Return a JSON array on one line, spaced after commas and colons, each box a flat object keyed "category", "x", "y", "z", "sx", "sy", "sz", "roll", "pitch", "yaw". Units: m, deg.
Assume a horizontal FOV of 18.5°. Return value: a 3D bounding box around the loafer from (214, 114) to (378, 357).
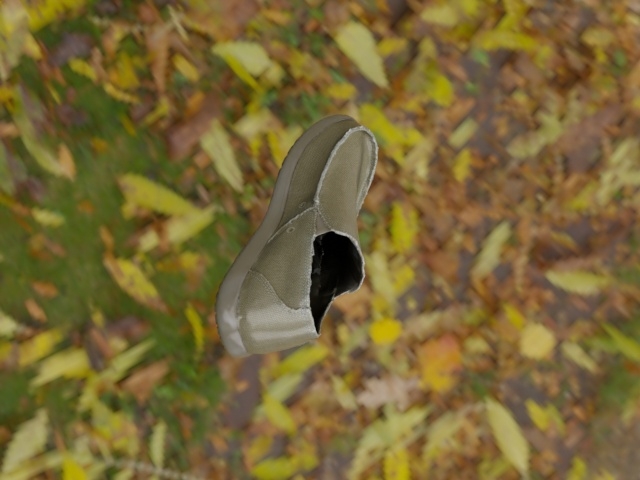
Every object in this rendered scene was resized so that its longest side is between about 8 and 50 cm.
[{"category": "loafer", "x": 0.000, "y": 0.000, "z": 0.924, "sx": 0.056, "sy": 0.050, "sz": 0.148, "roll": 73, "pitch": 33, "yaw": -45}]
